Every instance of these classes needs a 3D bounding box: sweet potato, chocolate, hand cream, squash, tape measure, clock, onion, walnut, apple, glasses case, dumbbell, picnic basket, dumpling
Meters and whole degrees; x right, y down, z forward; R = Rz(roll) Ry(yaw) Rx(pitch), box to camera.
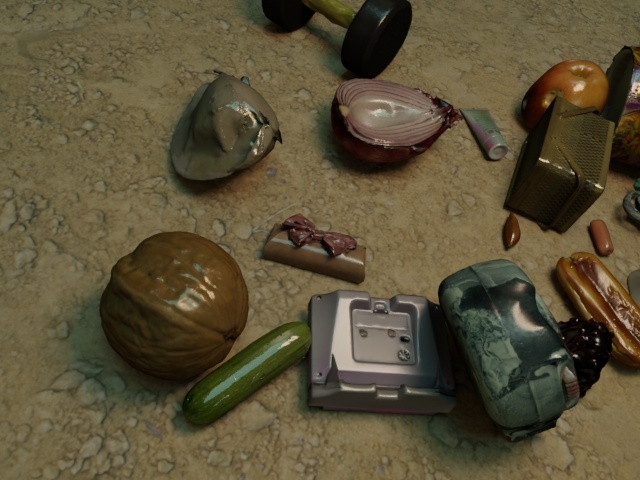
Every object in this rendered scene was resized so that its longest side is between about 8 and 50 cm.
[{"bbox_3d":[0.397,-0.021,1.194,0.034,0.034,0.095,17,55,0],"label":"sweet potato"},{"bbox_3d":[0.442,0.183,1.002,0.156,0.133,0.156,7,53,-10],"label":"chocolate"},{"bbox_3d":[0.390,-0.262,1.360,0.076,0.047,0.174,-2,47,-12],"label":"hand cream"},{"bbox_3d":[-0.109,0.202,0.903,0.239,0.069,0.069,-34,68,-23],"label":"squash"},{"bbox_3d":[0.291,0.161,0.907,0.147,0.275,0.256,-22,54,5],"label":"tape measure"},{"bbox_3d":[0.097,0.183,0.957,0.254,0.083,0.186,5,54,-8],"label":"clock"},{"bbox_3d":[0.162,-0.242,1.244,0.284,0.120,0.227,0,54,-8],"label":"onion"},{"bbox_3d":[-0.222,0.095,0.877,0.228,0.228,0.227,6,55,-8],"label":"walnut"},{"bbox_3d":[0.581,-0.335,1.363,0.199,0.199,0.199,6,55,-8],"label":"apple"},{"bbox_3d":[0.000,0.000,1.072,0.194,0.070,0.102,16,53,-1],"label":"glasses case"},{"bbox_3d":[0.037,-0.551,1.386,0.323,0.203,0.204,36,56,13],"label":"dumbbell"},{"bbox_3d":[0.516,-0.167,1.240,0.139,0.165,0.266,26,55,4],"label":"picnic basket"},{"bbox_3d":[-0.183,-0.215,1.150,0.164,0.204,0.293,12,29,-42],"label":"dumpling"}]

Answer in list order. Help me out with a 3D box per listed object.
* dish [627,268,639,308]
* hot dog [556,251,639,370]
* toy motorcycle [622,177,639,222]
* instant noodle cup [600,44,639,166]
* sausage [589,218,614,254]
[{"bbox_3d":[0.717,0.110,1.149,0.191,0.066,0.190,5,55,-8],"label":"dish"},{"bbox_3d":[0.539,0.130,1.097,0.100,0.068,0.249,-20,59,-9],"label":"hot dog"},{"bbox_3d":[0.802,-0.030,1.243,0.297,0.109,0.198,38,53,14],"label":"toy motorcycle"},{"bbox_3d":[0.790,-0.299,1.309,0.266,0.339,0.339,13,54,7],"label":"instant noodle cup"},{"bbox_3d":[0.596,-0.007,1.225,0.034,0.034,0.083,5,56,-9],"label":"sausage"}]
